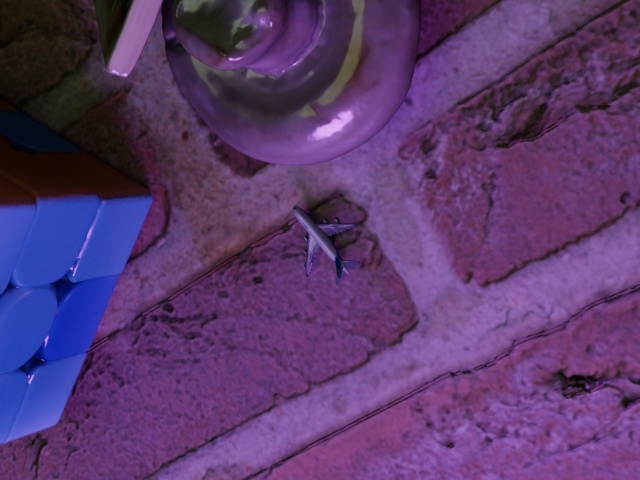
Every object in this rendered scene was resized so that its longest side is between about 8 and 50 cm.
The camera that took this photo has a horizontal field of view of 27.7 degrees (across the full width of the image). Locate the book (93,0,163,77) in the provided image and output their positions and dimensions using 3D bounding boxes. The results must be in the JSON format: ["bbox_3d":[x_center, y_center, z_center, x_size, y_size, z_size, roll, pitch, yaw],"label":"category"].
[{"bbox_3d":[-0.153,-0.280,1.129,0.202,0.027,0.264,-65,24,23],"label":"book"}]

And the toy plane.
[{"bbox_3d":[0.002,0.000,1.184,0.078,0.024,0.084,-46,68,33],"label":"toy plane"}]

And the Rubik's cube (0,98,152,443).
[{"bbox_3d":[-0.391,0.018,1.249,0.291,0.291,0.290,30,105,21],"label":"Rubik's cube"}]

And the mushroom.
[{"bbox_3d":[-0.042,-0.182,1.064,0.243,0.243,0.243,5,101,30],"label":"mushroom"}]
